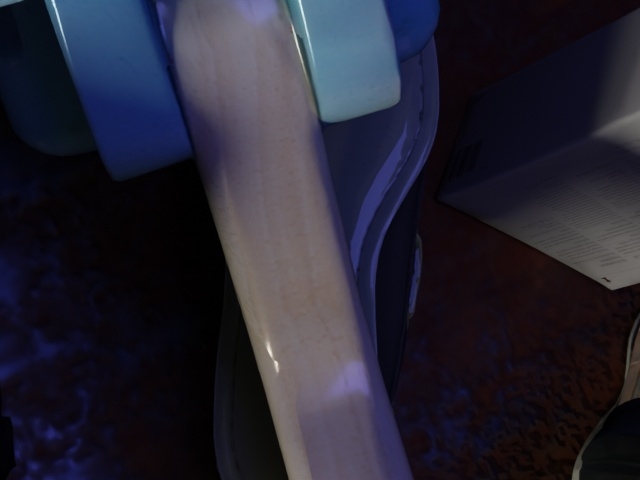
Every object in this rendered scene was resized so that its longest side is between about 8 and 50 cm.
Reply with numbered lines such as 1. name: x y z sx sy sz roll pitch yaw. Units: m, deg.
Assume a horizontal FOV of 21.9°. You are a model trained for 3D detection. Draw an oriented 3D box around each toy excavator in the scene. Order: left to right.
1. toy excavator: -0.027 -0.062 0.531 0.222 0.433 0.445 -18 123 -3

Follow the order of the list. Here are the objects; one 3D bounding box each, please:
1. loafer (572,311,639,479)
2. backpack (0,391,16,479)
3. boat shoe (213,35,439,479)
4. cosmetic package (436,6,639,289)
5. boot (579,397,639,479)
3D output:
1. loafer: 0.153 0.066 0.720 0.045 0.039 0.125 37 68 -16
2. backpack: -0.167 0.069 0.471 0.144 0.188 0.165 10 84 -35
3. boat shoe: 0.000 0.000 0.647 0.081 0.068 0.227 7 75 6
4. cosmetic package: 0.149 -0.044 0.627 0.099 0.239 0.060 28 68 -19
5. boot: 0.205 0.124 0.696 0.207 0.094 0.246 -36 119 -40
